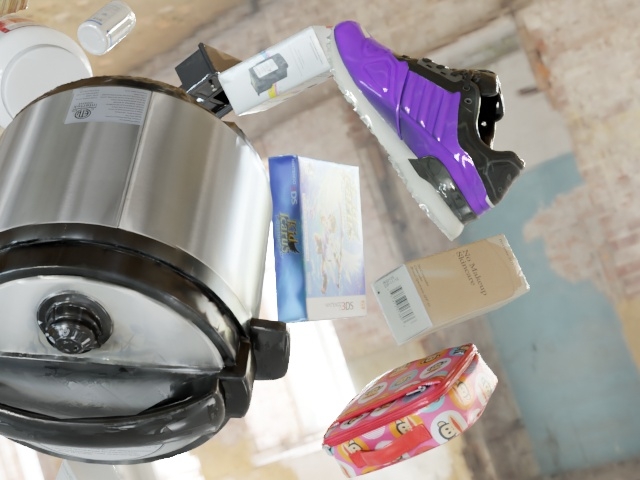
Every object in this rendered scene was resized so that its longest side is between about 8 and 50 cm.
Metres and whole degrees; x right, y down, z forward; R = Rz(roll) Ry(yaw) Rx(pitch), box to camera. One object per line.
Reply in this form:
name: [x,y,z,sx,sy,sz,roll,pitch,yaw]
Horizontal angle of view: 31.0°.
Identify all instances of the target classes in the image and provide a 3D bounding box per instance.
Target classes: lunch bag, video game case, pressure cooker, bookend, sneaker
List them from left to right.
pressure cooker: [-0.253,0.059,1.343,0.370,0.420,0.375,-30,-55,28]
bookend: [-0.226,-0.283,2.173,0.156,0.072,0.157,-34,-19,19]
video game case: [0.000,0.000,1.927,0.061,0.269,0.244,-5,-3,24]
lunch bag: [0.149,0.310,2.017,0.293,0.120,0.258,-30,6,35]
sneaker: [0.124,-0.150,1.265,0.146,0.293,0.102,-36,-26,11]

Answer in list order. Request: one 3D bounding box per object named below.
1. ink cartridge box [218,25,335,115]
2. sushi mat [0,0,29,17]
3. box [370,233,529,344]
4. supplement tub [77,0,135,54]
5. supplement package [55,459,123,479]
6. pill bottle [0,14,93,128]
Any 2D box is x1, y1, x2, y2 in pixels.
ink cartridge box: [-0.051,-0.263,1.787,0.175,0.072,0.127,-24,2,22]
sushi mat: [-0.601,-0.523,2.256,0.151,0.019,0.316,-34,-4,-34]
box: [0.273,0.098,2.397,0.311,0.148,0.121,-17,-13,-40]
supplement tub: [-0.414,-0.412,2.233,0.071,0.071,0.107,-24,20,40]
supplement package: [-0.463,0.522,2.228,0.105,0.179,0.105,13,16,-36]
pill bottle: [-0.605,-0.338,2.388,0.229,0.229,0.408,-16,22,-21]
